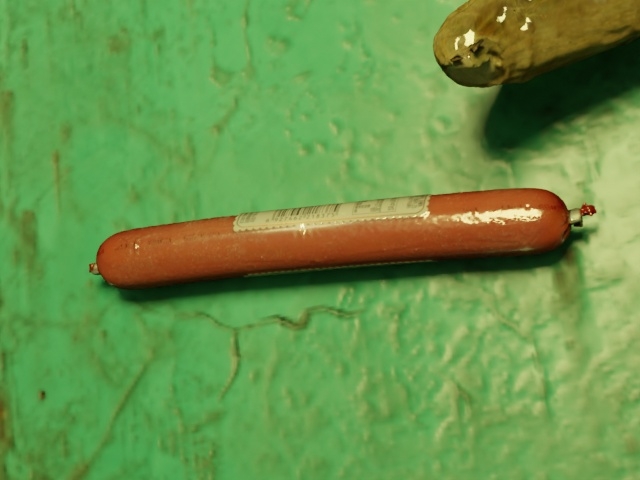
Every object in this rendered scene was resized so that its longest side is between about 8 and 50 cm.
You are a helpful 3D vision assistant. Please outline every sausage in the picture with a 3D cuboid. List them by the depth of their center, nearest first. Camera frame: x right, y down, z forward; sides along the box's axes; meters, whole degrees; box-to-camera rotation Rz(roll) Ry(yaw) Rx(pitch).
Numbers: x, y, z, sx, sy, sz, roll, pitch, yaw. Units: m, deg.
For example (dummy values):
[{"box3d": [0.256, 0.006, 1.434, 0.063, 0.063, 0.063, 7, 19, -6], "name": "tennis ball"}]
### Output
[{"box3d": [0.000, 0.000, 0.477, 0.253, 0.034, 0.034, -5, 75, 19], "name": "sausage"}]

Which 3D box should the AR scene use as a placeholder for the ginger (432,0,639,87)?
[{"box3d": [0.208, -0.126, 0.407, 0.333, 0.081, 0.148, -15, 67, 15], "name": "ginger"}]
